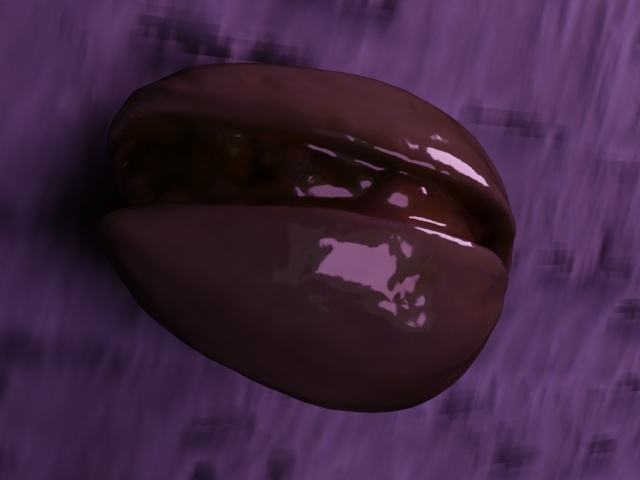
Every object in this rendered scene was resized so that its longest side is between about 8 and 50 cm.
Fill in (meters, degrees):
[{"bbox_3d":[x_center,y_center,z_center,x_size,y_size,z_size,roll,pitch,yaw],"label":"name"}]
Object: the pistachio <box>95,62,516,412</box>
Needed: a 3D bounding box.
[{"bbox_3d":[0.000,0.000,0.591,0.185,0.124,0.124,22,91,-34],"label":"pistachio"}]
